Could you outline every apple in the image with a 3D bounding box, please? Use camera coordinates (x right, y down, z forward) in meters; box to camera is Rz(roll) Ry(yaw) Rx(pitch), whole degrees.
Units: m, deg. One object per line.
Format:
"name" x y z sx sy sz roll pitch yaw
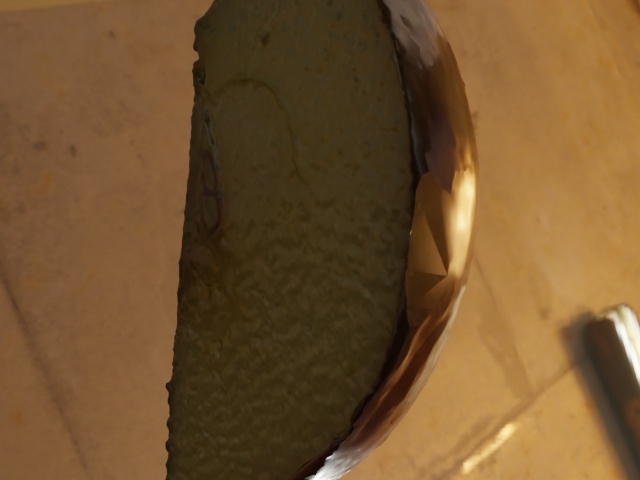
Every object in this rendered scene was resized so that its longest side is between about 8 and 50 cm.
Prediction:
"apple" 0.000 0.000 0.601 0.254 0.179 0.345 -29 -53 -80
